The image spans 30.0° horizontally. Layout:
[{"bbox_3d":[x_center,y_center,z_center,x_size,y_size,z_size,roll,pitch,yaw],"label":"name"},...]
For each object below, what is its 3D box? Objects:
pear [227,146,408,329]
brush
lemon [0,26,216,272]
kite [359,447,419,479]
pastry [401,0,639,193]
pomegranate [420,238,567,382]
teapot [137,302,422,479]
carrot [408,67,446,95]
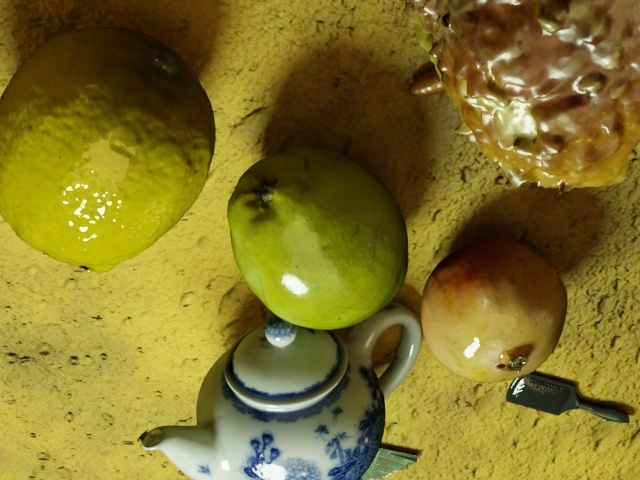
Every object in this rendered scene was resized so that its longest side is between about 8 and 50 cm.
[{"bbox_3d":[0.000,0.000,1.453,0.212,0.212,0.269,-30,138,19],"label":"pear"},{"bbox_3d":[0.366,0.236,1.746,0.193,0.016,0.063,16,125,-11],"label":"brush"},{"bbox_3d":[-0.252,-0.101,1.355,0.245,0.245,0.320,28,127,-19],"label":"lemon"},{"bbox_3d":[0.056,0.377,1.845,0.229,0.012,0.250,-28,122,22],"label":"kite"},{"bbox_3d":[0.256,-0.265,1.217,0.337,0.292,0.405,37,120,-3],"label":"pastry"},{"bbox_3d":[0.223,0.093,1.539,0.191,0.191,0.191,0,126,-1],"label":"pomegranate"},{"bbox_3d":[-0.040,0.206,1.571,0.424,0.252,0.280,-25,132,-24],"label":"teapot"},{"bbox_3d":[0.219,-0.217,1.404,0.248,0.043,0.043,-19,124,14],"label":"carrot"}]
